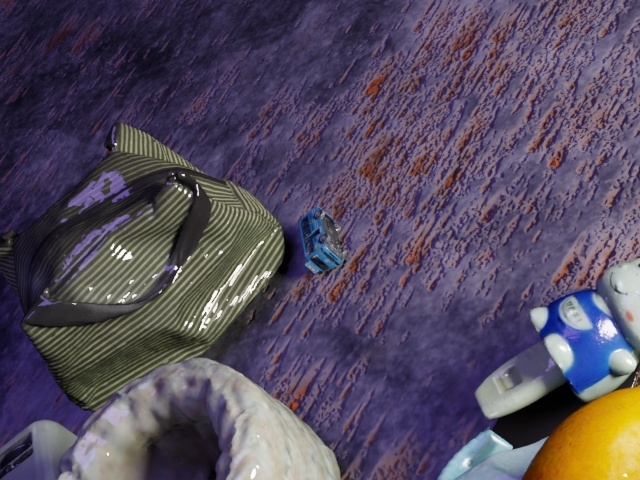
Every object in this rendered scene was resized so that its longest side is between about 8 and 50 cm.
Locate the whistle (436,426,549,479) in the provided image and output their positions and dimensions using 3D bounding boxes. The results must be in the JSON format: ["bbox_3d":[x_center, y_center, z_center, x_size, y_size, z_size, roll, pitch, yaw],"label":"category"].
[{"bbox_3d":[0.126,0.253,1.085,0.274,0.093,0.186,-37,9,5],"label":"whistle"}]

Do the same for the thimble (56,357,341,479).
[{"bbox_3d":[-0.128,0.274,1.229,0.292,0.195,0.291,-24,41,22],"label":"thimble"}]

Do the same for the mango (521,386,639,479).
[{"bbox_3d":[0.232,0.218,0.945,0.138,0.187,0.257,113,172,-58],"label":"mango"}]

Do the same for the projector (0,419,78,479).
[{"bbox_3d":[-0.369,0.360,1.440,0.250,0.108,0.198,-38,38,10],"label":"projector"}]

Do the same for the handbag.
[{"bbox_3d":[-0.234,0.030,1.526,0.341,0.240,0.247,-43,41,-1],"label":"handbag"}]

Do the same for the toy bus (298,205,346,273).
[{"bbox_3d":[0.000,0.000,1.500,0.046,0.038,0.083,-35,36,19],"label":"toy bus"}]

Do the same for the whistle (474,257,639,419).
[{"bbox_3d":[0.247,0.087,1.131,0.244,0.092,0.110,-32,41,11],"label":"whistle"}]

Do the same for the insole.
[{"bbox_3d":[0.178,0.226,1.146,0.348,0.009,0.119,-52,36,-11],"label":"insole"}]
